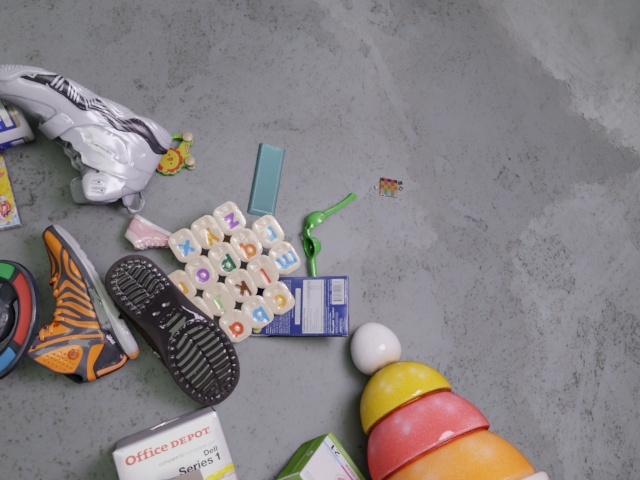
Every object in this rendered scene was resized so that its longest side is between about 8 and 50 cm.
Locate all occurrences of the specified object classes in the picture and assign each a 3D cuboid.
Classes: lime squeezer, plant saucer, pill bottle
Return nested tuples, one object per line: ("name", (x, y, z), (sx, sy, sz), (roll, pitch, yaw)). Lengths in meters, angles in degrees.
("lime squeezer", (0.000, 0.000, 1.220), (0.110, 0.059, 0.310), (35, 63, -39))
("plant saucer", (-0.132, -0.151, 1.229), (0.067, 0.018, 0.192), (12, 73, -14))
("pill bottle", (-0.705, -0.230, 1.017), (0.187, 0.112, 0.112), (-26, 85, -23))

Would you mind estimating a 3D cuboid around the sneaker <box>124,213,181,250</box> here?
("sneaker", (-0.367, 0.004, 1.096), (0.134, 0.051, 0.070), (30, 71, -5))

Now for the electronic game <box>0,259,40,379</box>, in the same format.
("electronic game", (-0.611, 0.148, 0.924), (0.229, 0.048, 0.229), (-6, 74, 20))

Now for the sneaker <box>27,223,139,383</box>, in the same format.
("sneaker", (-0.509, 0.133, 0.975), (0.180, 0.124, 0.321), (-29, 86, -23))

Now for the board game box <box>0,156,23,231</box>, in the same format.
("board game box", (-0.694, -0.089, 1.029), (0.104, 0.026, 0.154), (-17, 81, -20))

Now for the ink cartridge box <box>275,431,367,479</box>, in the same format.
("ink cartridge box", (-0.012, 0.542, 0.973), (0.188, 0.097, 0.255), (53, 34, 2))

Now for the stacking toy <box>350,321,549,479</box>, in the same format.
("stacking toy", (0.204, 0.377, 1.054), (0.351, 0.350, 0.479), (-12, 55, -20))

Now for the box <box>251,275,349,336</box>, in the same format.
("box", (-0.047, 0.151, 1.134), (0.225, 0.036, 0.136), (-1, 75, 7))

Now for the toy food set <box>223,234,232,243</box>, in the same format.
("toy food set", (-0.219, -0.010, 1.161), (0.083, 0.020, 0.083), (39, 68, -4))

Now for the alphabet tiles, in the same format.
("alphabet tiles", (-0.194, 0.070, 1.098), (0.284, 0.021, 0.278), (-33, 95, -7))

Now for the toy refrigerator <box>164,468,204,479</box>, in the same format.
("toy refrigerator", (-0.211, 0.547, 0.844), (0.094, 0.102, 0.269), (-12, 81, -20))

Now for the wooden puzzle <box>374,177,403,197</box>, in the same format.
("wooden puzzle", (0.183, -0.141, 1.331), (0.083, 0.006, 0.049), (8, 73, -16))

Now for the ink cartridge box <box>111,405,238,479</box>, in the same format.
("ink cartridge box", (-0.261, 0.492, 0.960), (0.202, 0.117, 0.278), (-17, 82, -21))

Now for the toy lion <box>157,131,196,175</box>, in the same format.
("toy lion", (-0.345, -0.202, 1.170), (0.096, 0.034, 0.100), (-5, 77, -11))

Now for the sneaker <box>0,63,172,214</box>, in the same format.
("sneaker", (-0.500, -0.195, 1.014), (0.366, 0.137, 0.210), (22, 77, -37))

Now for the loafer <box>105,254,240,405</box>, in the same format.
("loafer", (-0.299, 0.180, 1.032), (0.134, 0.130, 0.365), (-37, 105, -23))
